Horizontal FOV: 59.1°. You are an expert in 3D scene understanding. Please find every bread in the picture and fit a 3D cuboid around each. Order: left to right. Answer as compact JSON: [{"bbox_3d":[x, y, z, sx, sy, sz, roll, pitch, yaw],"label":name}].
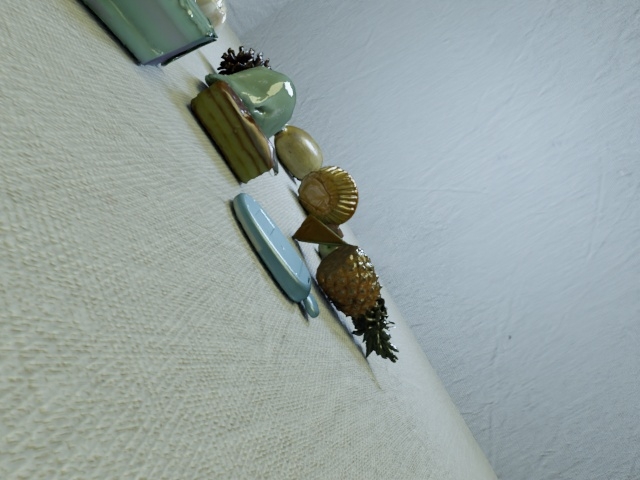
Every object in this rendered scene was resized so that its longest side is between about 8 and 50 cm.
[{"bbox_3d":[-0.203,-0.268,1.371,0.234,0.110,0.184,56,7,-15],"label":"bread"},{"bbox_3d":[0.004,0.003,1.567,0.139,0.084,0.074,38,1,16],"label":"bread"},{"bbox_3d":[0.031,-0.167,2.130,0.139,0.240,0.240,0,57,-60],"label":"bread"}]

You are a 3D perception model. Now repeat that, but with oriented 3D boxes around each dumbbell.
[{"bbox_3d":[0.061,0.029,2.030,0.231,0.092,0.082,-112,-165,-52],"label":"dumbbell"}]

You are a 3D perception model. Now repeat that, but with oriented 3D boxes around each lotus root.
[{"bbox_3d":[-0.111,-0.384,2.314,0.310,0.182,0.183,47,12,-32],"label":"lotus root"}]

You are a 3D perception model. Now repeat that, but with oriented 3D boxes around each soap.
[{"bbox_3d":[-0.371,-0.509,1.056,0.446,0.156,0.261,48,12,-53],"label":"soap"}]

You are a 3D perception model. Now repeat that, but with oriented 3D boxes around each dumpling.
[{"bbox_3d":[-0.203,-0.395,1.652,0.321,0.269,0.212,102,-16,-66],"label":"dumpling"}]

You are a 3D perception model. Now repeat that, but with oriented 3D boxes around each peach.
[{"bbox_3d":[0.032,0.029,1.840,0.083,0.083,0.083,57,7,-11],"label":"peach"}]

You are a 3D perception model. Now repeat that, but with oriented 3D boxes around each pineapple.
[{"bbox_3d":[0.122,0.181,1.526,0.341,0.169,0.169,58,7,-17],"label":"pineapple"}]

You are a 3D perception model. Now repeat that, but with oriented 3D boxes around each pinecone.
[{"bbox_3d":[-0.277,-0.600,2.022,0.208,0.207,0.208,57,7,-11],"label":"pinecone"}]

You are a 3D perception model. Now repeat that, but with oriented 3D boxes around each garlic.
[{"bbox_3d":[-0.413,-0.800,1.863,0.281,0.203,0.185,55,-12,8],"label":"garlic"}]

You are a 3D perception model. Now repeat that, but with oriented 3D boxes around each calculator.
[{"bbox_3d":[-0.086,0.030,1.180,0.303,0.042,0.188,54,7,-9],"label":"calculator"}]

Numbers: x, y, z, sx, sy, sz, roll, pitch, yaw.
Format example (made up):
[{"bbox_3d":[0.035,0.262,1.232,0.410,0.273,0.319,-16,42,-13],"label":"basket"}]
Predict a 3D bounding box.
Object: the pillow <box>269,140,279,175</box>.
[{"bbox_3d":[-0.200,-0.339,1.911,0.169,0.059,0.255,55,6,-43],"label":"pillow"}]
